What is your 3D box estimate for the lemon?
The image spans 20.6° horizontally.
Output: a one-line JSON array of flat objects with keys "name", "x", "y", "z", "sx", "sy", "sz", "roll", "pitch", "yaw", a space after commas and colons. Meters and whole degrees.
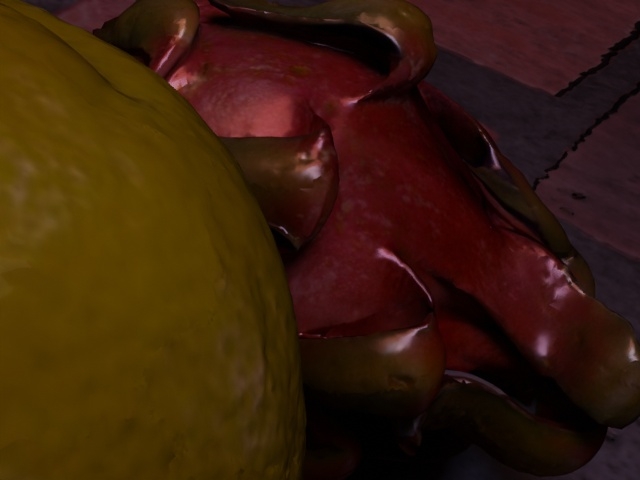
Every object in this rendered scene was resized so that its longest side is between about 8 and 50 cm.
[{"name": "lemon", "x": -0.169, "y": 0.069, "z": 0.576, "sx": 0.348, "sy": 0.348, "sz": 0.348, "roll": 8, "pitch": 37, "yaw": -6}]

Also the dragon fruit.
[{"name": "dragon fruit", "x": -0.015, "y": 0.009, "z": 0.828, "sx": 0.307, "sy": 0.243, "sz": 0.227, "roll": 55, "pitch": 15, "yaw": -5}]
